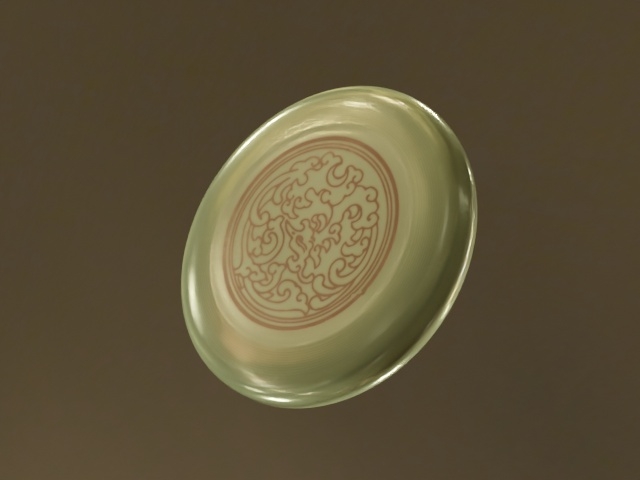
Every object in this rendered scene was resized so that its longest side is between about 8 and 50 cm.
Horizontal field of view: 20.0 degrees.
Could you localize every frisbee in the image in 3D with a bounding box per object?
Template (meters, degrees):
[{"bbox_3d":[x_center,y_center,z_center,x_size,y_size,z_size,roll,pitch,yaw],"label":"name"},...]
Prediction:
[{"bbox_3d":[0.000,0.000,0.577,0.014,0.110,0.110,33,-109,-48],"label":"frisbee"}]
